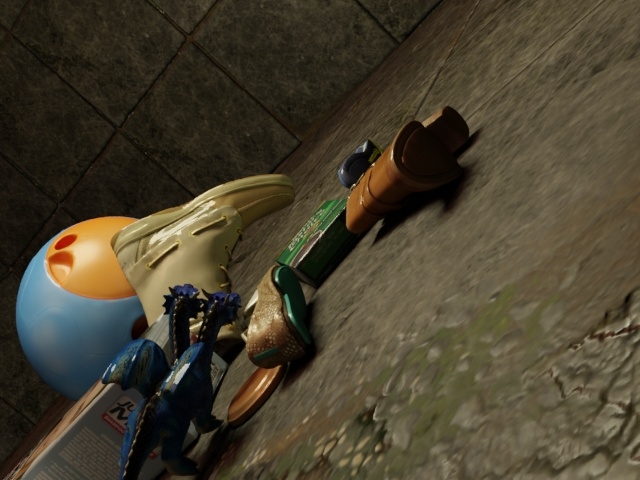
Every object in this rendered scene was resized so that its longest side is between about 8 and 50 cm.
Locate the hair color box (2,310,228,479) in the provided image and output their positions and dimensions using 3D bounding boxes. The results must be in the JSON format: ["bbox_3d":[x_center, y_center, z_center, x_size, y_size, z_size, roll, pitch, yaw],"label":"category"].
[{"bbox_3d":[-0.288,0.274,1.077,0.374,0.113,0.185,-44,9,17],"label":"hair color box"}]

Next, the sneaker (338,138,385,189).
[{"bbox_3d":[0.054,-0.096,1.252,0.059,0.053,0.144,-42,2,28],"label":"sneaker"}]

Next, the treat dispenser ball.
[{"bbox_3d":[-0.310,0.106,1.334,0.288,0.288,0.288,-46,9,9],"label":"treat dispenser ball"}]

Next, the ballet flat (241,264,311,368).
[{"bbox_3d":[-0.052,0.077,0.913,0.067,0.073,0.206,-30,9,4],"label":"ballet flat"}]

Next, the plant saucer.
[{"bbox_3d":[-0.066,0.148,0.880,0.083,0.013,0.083,-46,9,9],"label":"plant saucer"}]

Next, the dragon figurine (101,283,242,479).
[{"bbox_3d":[-0.151,0.143,0.840,0.085,0.144,0.289,4,23,16],"label":"dragon figurine"}]

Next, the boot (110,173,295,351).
[{"bbox_3d":[-0.128,0.037,1.183,0.262,0.203,0.095,-22,-18,-7],"label":"boot"}]

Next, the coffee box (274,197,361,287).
[{"bbox_3d":[0.000,0.000,1.117,0.113,0.040,0.184,-50,9,-4],"label":"coffee box"}]

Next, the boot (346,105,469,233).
[{"bbox_3d":[0.076,-0.058,0.923,0.152,0.073,0.197,-41,-1,30],"label":"boot"}]
